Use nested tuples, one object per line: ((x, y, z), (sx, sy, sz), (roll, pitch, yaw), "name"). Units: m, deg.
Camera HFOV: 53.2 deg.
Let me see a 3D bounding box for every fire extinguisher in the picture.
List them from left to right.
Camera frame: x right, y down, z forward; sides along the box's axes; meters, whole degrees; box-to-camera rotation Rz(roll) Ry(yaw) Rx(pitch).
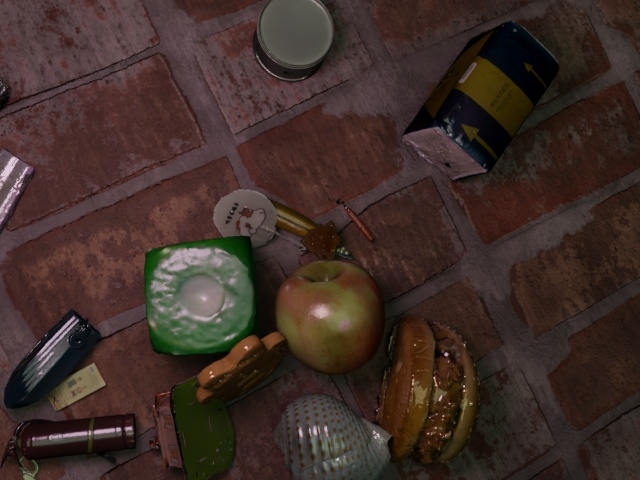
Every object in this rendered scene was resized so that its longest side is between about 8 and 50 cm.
((-0.672, 0.542, 1.714), (0.341, 0.105, 0.142), (-3, 86, -15), "fire extinguisher")

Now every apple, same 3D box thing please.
((0.031, 0.216, 1.782), (0.319, 0.319, 0.277), (-16, 112, -12), "apple")

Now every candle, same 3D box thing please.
((0.106, -0.065, 1.956), (0.167, 0.021, 0.026), (50, 53, -4), "candle")

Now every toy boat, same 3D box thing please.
((-0.726, 0.324, 1.706), (0.296, 0.122, 0.114), (-50, 116, -20), "toy boat")

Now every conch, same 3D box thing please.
((0.018, 0.582, 1.767), (0.319, 0.215, 0.303), (1, 91, 26), "conch")

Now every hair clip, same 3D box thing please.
((0.020, 0.025, 1.920), (0.172, 0.049, 0.049), (13, 84, -9), "hair clip")

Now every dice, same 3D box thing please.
((-0.312, 0.147, 1.718), (0.287, 0.300, 0.297), (-6, 89, -9), "dice")

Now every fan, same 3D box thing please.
((-0.153, -0.031, 1.851), (0.329, 0.009, 0.191), (26, 117, -10), "fan")

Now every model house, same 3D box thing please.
((-0.371, 0.511, 1.781), (0.154, 0.207, 0.294), (-4, 98, 33), "model house")

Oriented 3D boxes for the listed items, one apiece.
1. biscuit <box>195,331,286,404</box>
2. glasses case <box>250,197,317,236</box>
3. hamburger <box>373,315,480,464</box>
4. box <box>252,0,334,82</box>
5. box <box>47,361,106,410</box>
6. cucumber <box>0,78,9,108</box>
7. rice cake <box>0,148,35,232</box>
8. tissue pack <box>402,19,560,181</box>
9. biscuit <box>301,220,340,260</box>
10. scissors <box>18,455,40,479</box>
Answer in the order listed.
((-0.200, 0.348, 1.695), (0.275, 0.355, 0.052), (-36, 69, -9), "biscuit")
((-0.112, -0.070, 1.880), (0.234, 0.079, 0.064), (26, 90, -9), "glasses case")
((0.327, 0.459, 1.839), (0.268, 0.287, 0.446), (12, 88, -11), "hamburger")
((-0.082, -0.598, 1.883), (0.226, 0.149, 0.226), (1, 87, -11), "box")
((-0.676, 0.403, 1.766), (0.149, 0.020, 0.073), (-27, 93, -12), "box")
((-0.934, -0.336, 1.731), (0.074, 0.074, 0.241), (35, 82, -8), "cucumber")
((-0.888, -0.099, 1.736), (0.106, 0.050, 0.298), (29, 81, -9), "rice cake")
((0.478, -0.410, 1.931), (0.253, 0.264, 0.417), (37, 82, -12), "tissue pack")
((0.000, 0.000, 1.864), (0.130, 0.019, 0.119), (1, 93, -33), "biscuit")
((-0.761, 0.676, 1.731), (0.187, 0.020, 0.134), (33, 77, -7), "scissors")
